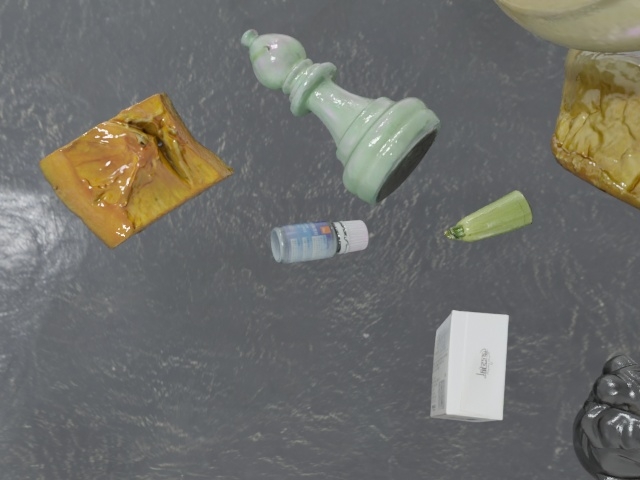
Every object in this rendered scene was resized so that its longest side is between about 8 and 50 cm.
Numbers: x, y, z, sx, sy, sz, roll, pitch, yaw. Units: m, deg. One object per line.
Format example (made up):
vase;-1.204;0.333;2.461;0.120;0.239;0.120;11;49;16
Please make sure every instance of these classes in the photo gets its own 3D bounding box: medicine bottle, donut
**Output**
medicine bottle;0.000;0.000;1.436;0.203;0.083;0.083;-6;72;-21
donut;0.375;-0.090;0.637;0.330;0.330;0.159;6;112;-9

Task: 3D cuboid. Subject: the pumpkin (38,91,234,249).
pumpkin;-0.108;-0.045;0.411;0.101;0.035;0.073;-40;108;-22

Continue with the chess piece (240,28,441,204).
chess piece;0.004;-0.175;0.830;0.272;0.139;0.139;40;68;12

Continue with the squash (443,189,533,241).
squash;0.397;-0.046;1.614;0.225;0.094;0.094;-19;76;-12

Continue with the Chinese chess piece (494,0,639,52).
Chinese chess piece;0.196;-0.245;0.414;0.097;0.251;0.250;-1;70;-30

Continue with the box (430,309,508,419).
box;0.305;0.270;1.398;0.116;0.274;0.202;5;74;4

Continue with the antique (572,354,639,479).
antique;0.588;0.358;1.206;0.255;0.322;0.185;35;50;24
